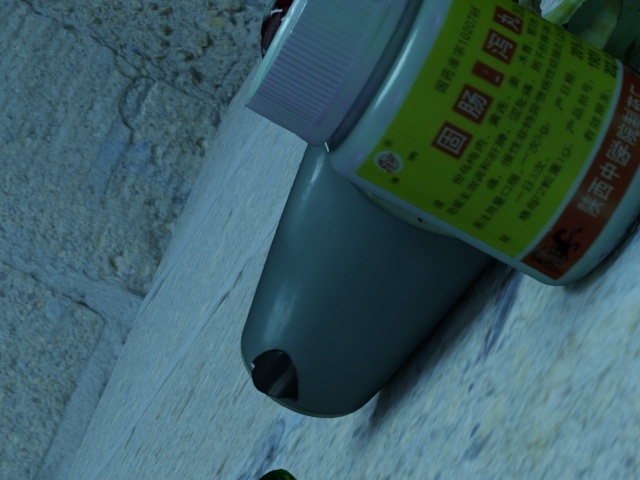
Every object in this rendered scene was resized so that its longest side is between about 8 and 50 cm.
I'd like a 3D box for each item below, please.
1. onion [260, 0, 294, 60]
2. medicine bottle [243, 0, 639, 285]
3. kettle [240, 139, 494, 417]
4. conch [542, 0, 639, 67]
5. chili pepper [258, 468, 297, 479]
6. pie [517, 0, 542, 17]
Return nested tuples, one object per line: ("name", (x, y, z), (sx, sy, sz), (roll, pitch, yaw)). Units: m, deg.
("onion", (0.027, -0.213, 1.972), (0.207, 0.200, 0.200), (-56, 9, 1))
("medicine bottle", (0.081, -0.079, 1.079), (0.139, 0.225, 0.139), (-60, 7, 13))
("kettle", (0.046, 0.002, 1.353), (0.210, 0.160, 0.243), (-44, -13, -45))
("conch", (0.157, -0.114, 1.191), (0.170, 0.079, 0.106), (-55, -24, 5))
("chili pepper", (-0.034, 0.222, 1.381), (0.182, 0.050, 0.073), (-73, 7, -60))
("pie", (0.085, -0.103, 1.516), (0.274, 0.055, 0.274), (-43, 2, 1))
